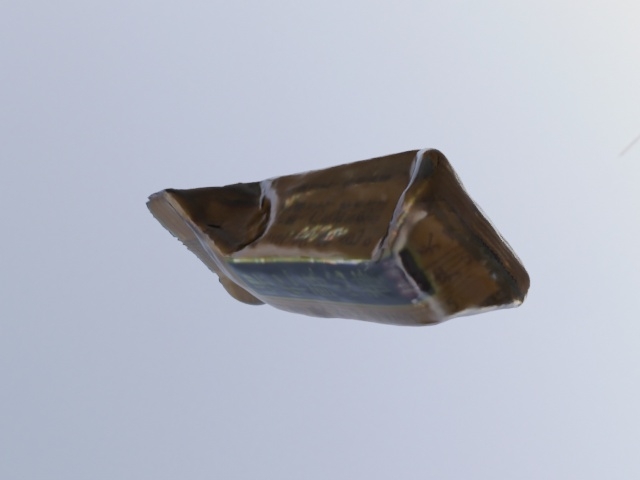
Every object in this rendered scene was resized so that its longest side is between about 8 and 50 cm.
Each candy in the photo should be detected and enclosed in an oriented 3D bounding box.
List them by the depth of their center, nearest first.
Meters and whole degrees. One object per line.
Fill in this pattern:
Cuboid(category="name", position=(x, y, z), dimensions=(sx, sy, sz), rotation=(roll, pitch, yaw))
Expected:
Cuboid(category="candy", position=(0.000, 0.000, 0.804), dimensions=(0.143, 0.271, 0.101), rotation=(50, -128, -34))
